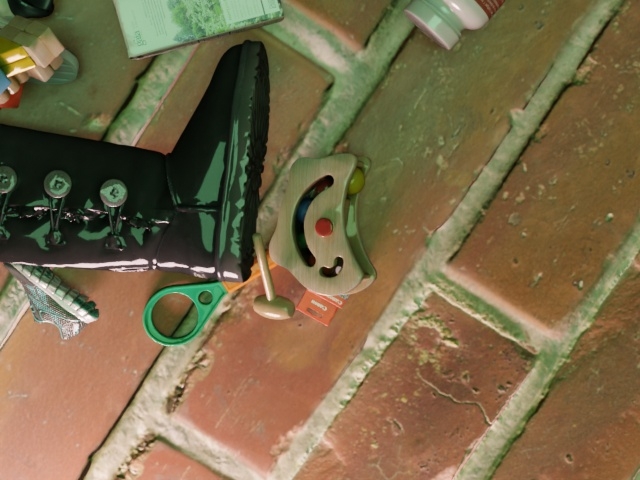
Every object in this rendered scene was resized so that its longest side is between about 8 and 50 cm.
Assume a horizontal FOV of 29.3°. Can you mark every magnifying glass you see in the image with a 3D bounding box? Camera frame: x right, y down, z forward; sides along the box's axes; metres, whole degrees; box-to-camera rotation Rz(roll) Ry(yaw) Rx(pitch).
[{"bbox_3d":[-0.169,0.082,1.891,0.231,0.026,0.092,-30,99,3],"label":"magnifying glass"}]

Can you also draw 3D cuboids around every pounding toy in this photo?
[{"bbox_3d":[0.000,0.000,1.799,0.154,0.155,0.270,17,95,20],"label":"pounding toy"}]

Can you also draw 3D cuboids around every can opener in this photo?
[{"bbox_3d":[-0.464,-0.391,1.786,0.186,0.059,0.073,39,121,1],"label":"can opener"}]

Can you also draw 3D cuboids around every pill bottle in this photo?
[{"bbox_3d":[0.226,-0.390,1.797,0.121,0.121,0.216,40,93,-8],"label":"pill bottle"}]

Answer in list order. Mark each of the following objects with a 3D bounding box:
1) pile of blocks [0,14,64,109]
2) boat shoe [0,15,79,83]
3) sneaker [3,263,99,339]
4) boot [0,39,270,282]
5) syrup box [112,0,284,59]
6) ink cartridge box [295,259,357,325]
[{"bbox_3d":[-0.509,-0.200,1.728,0.362,0.149,0.113,-13,139,21],"label":"pile of blocks"},{"bbox_3d":[-0.460,-0.295,1.785,0.226,0.083,0.076,14,52,-13],"label":"boat shoe"},{"bbox_3d":[-0.420,0.088,1.856,0.166,0.065,0.076,39,103,-4],"label":"sneaker"},{"bbox_3d":[-0.311,-0.132,1.799,0.444,0.146,0.367,5,79,8],"label":"boot"},{"bbox_3d":[-0.177,-0.339,1.790,0.236,0.096,0.093,-15,97,-1],"label":"syrup box"},{"bbox_3d":[0.015,0.072,1.897,0.062,0.029,0.115,29,95,-7],"label":"ink cartridge box"}]
